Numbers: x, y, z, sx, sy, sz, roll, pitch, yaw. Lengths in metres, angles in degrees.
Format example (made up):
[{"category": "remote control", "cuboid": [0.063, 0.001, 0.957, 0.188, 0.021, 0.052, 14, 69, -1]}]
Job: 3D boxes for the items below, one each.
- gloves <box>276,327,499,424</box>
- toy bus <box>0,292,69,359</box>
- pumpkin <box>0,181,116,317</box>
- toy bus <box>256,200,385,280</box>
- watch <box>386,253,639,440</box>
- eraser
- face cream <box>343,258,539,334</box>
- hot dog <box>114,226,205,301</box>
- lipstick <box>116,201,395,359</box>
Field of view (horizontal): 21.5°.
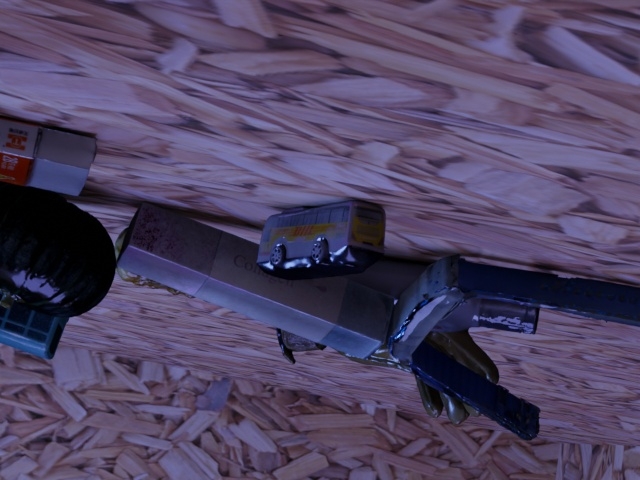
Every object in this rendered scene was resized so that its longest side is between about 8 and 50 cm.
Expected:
[{"category": "gloves", "cuboid": [0.097, 0.131, 2.253, 0.331, 0.141, 0.154, 15, 148, 29]}, {"category": "toy bus", "cuboid": [-0.472, 0.067, 2.341, 0.256, 0.147, 0.128, 19, 168, -1]}, {"category": "pumpkin", "cuboid": [-0.327, 0.013, 1.910, 0.202, 0.140, 0.202, 26, 173, 4]}, {"category": "toy bus", "cuboid": [0.000, 0.000, 1.770, 0.057, 0.072, 0.172, 14, 168, -33]}, {"category": "watch", "cuboid": [0.240, 0.102, 1.954, 0.274, 0.068, 0.276, 32, 126, -22]}, {"category": "eraser", "cuboid": [-0.339, -0.093, 1.650, 0.230, 0.038, 0.157, 12, 170, -10]}, {"category": "face cream", "cuboid": [0.120, 0.068, 2.050, 0.291, 0.071, 0.144, 8, 164, 13]}, {"category": "hot dog", "cuboid": [-0.124, 0.047, 2.128, 0.289, 0.083, 0.068, 14, 134, -20]}, {"category": "lipstick", "cuboid": [-0.074, 0.048, 1.954, 0.317, 0.066, 0.068, 21, 152, -11]}]
